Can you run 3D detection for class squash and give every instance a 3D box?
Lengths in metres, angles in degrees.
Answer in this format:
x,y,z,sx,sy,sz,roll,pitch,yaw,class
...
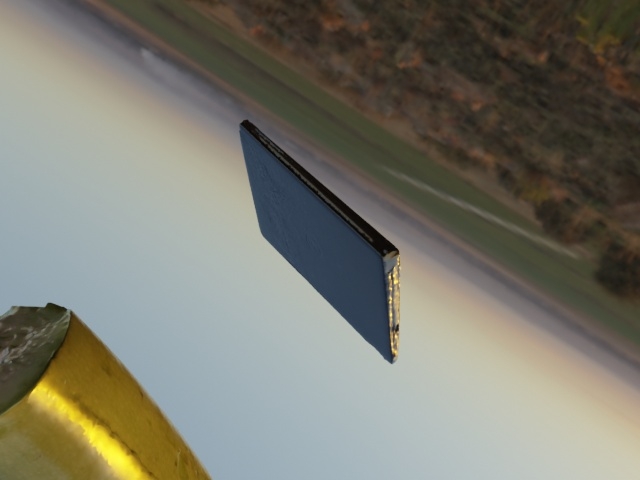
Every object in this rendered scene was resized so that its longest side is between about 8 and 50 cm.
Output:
x,y,z,sx,sy,sz,roll,pitch,yaw,class
-0.071,0.114,0.386,0.083,0.083,0.250,34,155,44,squash

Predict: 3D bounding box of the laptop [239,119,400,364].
x,y,z,sx,sy,sz,roll,pitch,yaw,class
0.000,0.000,0.801,0.197,0.016,0.135,44,154,36,laptop
